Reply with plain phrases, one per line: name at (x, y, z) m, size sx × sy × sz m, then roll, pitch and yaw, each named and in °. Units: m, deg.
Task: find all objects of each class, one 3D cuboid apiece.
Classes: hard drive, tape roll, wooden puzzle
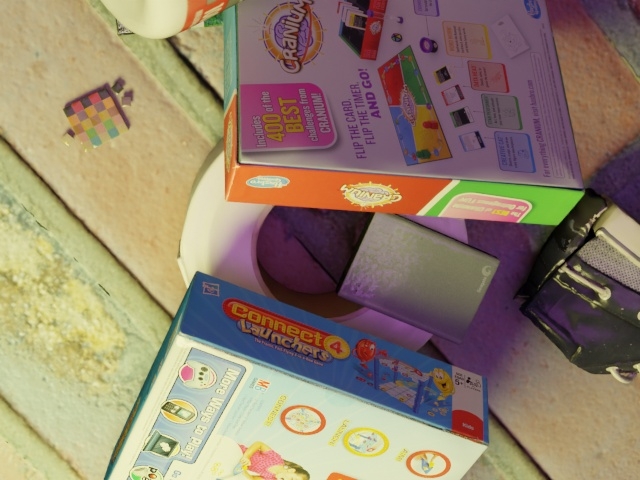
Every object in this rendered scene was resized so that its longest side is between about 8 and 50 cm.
hard drive at (0.095, 0.034, 1.030) m, size 0.135 × 0.022 × 0.094 m, roll 22°, pitch 99°, yaw -11°
tape roll at (0.000, 0.000, 1.075) m, size 0.286 × 0.100 × 0.286 m, roll -1°, pitch 103°, yaw -6°
wooden puzzle at (-0.227, -0.122, 1.072) m, size 0.083 × 0.006 × 0.049 m, roll -26°, pitch 104°, yaw 0°

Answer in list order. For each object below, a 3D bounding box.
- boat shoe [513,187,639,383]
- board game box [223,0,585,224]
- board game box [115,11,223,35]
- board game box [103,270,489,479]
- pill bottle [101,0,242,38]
boat shoe at (0.366, 0.101, 1.135) m, size 0.340 × 0.127 × 0.158 m, roll 38°, pitch 103°, yaw -4°
board game box at (0.070, -0.142, 0.983) m, size 0.316 × 0.064 × 0.242 m, roll 4°, pitch 60°, yaw -12°
board game box at (-0.146, -0.335, 1.023) m, size 0.136 × 0.030 × 0.260 m, roll -8°, pitch 103°, yaw -6°
board game box at (-0.037, 0.208, 1.052) m, size 0.302 × 0.086 × 0.308 m, roll 21°, pitch 130°, yaw -10°
pill bottle at (-0.037, -0.337, 0.900) m, size 0.363 × 0.210 × 0.210 m, roll -31°, pitch 104°, yaw -19°
